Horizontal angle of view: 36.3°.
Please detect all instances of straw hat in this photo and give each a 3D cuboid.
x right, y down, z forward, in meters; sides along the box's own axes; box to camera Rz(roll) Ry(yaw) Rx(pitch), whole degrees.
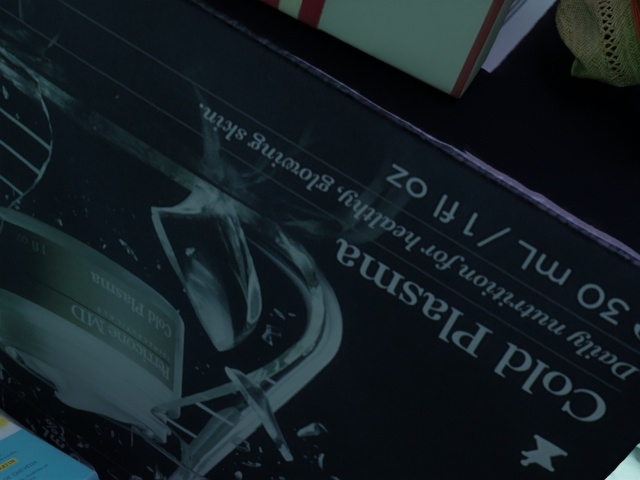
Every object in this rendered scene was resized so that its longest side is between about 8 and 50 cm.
[{"bbox_3d":[0.156,-0.110,0.503,0.061,0.144,0.144,-13,39,21],"label":"straw hat"}]

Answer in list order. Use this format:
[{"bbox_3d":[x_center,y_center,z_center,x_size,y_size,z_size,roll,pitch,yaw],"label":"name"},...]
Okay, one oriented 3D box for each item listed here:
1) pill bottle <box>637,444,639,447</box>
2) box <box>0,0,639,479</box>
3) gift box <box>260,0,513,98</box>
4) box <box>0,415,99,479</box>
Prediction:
[{"bbox_3d":[0.320,0.150,0.977,0.087,0.087,0.160,-24,60,-37],"label":"pill bottle"},{"bbox_3d":[0.000,0.000,0.725,0.480,0.471,0.297,32,45,11],"label":"box"},{"bbox_3d":[0.032,-0.262,0.463,0.255,0.276,0.258,24,46,10],"label":"gift box"},{"bbox_3d":[-0.255,0.168,0.676,0.244,0.060,0.100,13,32,42],"label":"box"}]
